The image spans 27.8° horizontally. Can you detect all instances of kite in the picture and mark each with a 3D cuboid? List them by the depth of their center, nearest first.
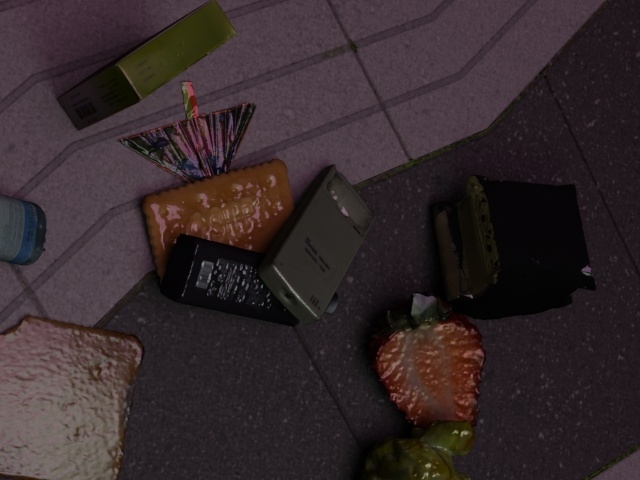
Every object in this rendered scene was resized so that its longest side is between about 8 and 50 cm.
[{"bbox_3d":[-0.192,-0.151,1.958,0.241,0.014,0.183,-14,95,-29],"label":"kite"}]

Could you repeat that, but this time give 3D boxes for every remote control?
[{"bbox_3d":[0.000,0.000,1.990,0.123,0.038,0.285,49,40,-18],"label":"remote control"}]

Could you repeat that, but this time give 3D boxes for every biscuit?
[{"bbox_3d":[-0.377,0.230,1.840,0.237,0.013,0.232,15,82,-30],"label":"biscuit"},{"bbox_3d":[-0.144,-0.022,1.964,0.250,0.030,0.160,-17,102,-29],"label":"biscuit"}]

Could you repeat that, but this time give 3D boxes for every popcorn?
[{"bbox_3d":[0.166,0.375,2.048,0.198,0.198,0.212,39,76,-24],"label":"popcorn"}]

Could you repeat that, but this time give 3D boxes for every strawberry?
[{"bbox_3d":[0.172,0.194,2.112,0.188,0.106,0.286,-20,113,-6],"label":"strawberry"}]

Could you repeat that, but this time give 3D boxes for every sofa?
[{"bbox_3d":[0.314,0.015,2.186,0.258,0.182,0.200,2,70,-30],"label":"sofa"}]

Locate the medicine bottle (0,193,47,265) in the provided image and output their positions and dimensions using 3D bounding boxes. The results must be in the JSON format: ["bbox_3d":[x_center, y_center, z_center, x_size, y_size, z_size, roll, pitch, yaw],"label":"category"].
[{"bbox_3d":[-0.443,-0.021,1.726,0.208,0.054,0.090,19,76,-66],"label":"medicine bottle"}]

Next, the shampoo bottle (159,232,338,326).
[{"bbox_3d":[-0.093,0.069,1.951,0.309,0.071,0.098,16,92,-41],"label":"shampoo bottle"}]

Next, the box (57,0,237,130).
[{"bbox_3d":[-0.244,-0.239,1.787,0.175,0.260,0.062,-39,104,-25],"label":"box"}]
